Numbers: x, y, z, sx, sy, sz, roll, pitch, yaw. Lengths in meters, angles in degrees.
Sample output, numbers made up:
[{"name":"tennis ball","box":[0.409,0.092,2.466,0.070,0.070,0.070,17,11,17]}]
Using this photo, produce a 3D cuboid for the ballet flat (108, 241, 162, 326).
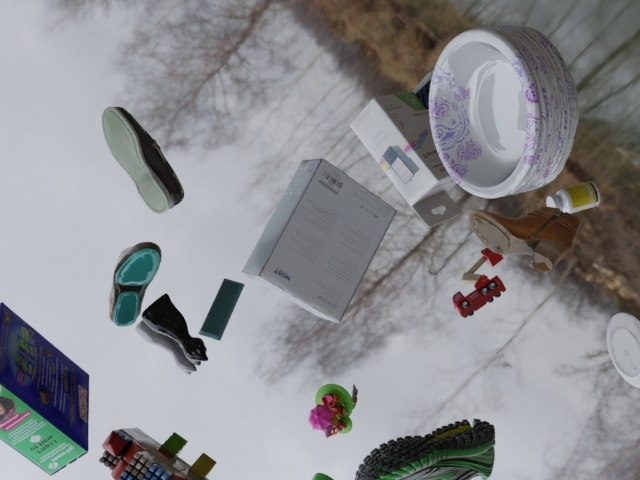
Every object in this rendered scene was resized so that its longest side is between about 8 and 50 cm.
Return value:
[{"name":"ballet flat","box":[-0.480,0.086,1.917,0.108,0.316,0.106,6,-136,-29]}]

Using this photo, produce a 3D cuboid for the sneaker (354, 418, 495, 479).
[{"name":"sneaker","box":[0.238,0.502,1.654,0.134,0.344,0.146,-173,75,-71]}]

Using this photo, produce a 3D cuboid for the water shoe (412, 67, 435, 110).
[{"name":"water shoe","box":[0.297,-0.397,2.169,0.080,0.203,0.073,40,-173,22]}]

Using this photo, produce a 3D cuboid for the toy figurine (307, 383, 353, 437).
[{"name":"toy figurine","box":[0.023,0.556,2.374,0.159,0.130,0.173,-30,-78,-65]}]

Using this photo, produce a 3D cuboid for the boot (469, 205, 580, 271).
[{"name":"boot","box":[0.407,-0.030,1.512,0.197,0.073,0.152,34,-128,16]}]

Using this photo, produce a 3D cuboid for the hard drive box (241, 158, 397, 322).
[{"name":"hard drive box","box":[0.000,0.000,1.346,0.181,0.232,0.089,33,168,-25]}]

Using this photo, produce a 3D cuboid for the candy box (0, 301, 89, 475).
[{"name":"candy box","box":[-0.680,0.343,1.769,0.317,0.122,0.268,53,-173,-35]}]

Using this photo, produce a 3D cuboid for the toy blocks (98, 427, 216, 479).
[{"name":"toy blocks","box":[-0.422,0.599,1.934,0.382,0.190,0.261,32,173,11]}]

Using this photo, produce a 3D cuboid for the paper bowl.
[{"name":"paper bowl","box":[0.322,-0.222,1.299,0.148,0.284,0.284,-12,-138,-24]}]

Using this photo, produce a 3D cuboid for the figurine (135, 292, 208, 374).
[{"name":"figurine","box":[-0.398,0.272,2.076,0.209,0.092,0.215,47,151,2]}]

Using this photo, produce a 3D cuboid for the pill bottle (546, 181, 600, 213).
[{"name":"pill bottle","box":[0.617,-0.101,1.867,0.065,0.117,0.065,164,90,-82]}]

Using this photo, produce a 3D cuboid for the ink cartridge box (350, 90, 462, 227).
[{"name":"ink cartridge box","box":[0.266,-0.222,2.032,0.207,0.119,0.353,-22,-108,-50]}]

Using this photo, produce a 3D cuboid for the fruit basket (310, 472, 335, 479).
[{"name":"fruit basket","box":[0.111,0.674,1.731,0.393,0.282,0.391,12,-134,-13]}]

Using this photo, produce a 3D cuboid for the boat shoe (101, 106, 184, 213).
[{"name":"boat shoe","box":[-0.347,-0.163,1.497,0.069,0.081,0.227,-38,-77,-51]}]

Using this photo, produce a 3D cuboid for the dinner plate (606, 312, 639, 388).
[{"name":"dinner plate","box":[0.557,0.200,1.378,0.141,0.017,0.141,167,90,-76]}]

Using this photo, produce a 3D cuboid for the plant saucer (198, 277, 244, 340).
[{"name":"plant saucer","box":[-0.278,0.189,2.151,0.067,0.192,0.018,16,146,8]}]

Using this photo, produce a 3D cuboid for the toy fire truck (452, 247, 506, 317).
[{"name":"toy fire truck","box":[0.422,0.109,2.037,0.047,0.192,0.135,53,-177,-38]}]

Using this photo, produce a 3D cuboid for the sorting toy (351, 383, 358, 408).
[{"name":"sorting toy","box":[0.111,0.511,2.461,0.062,0.012,0.083,69,-156,-54]}]
